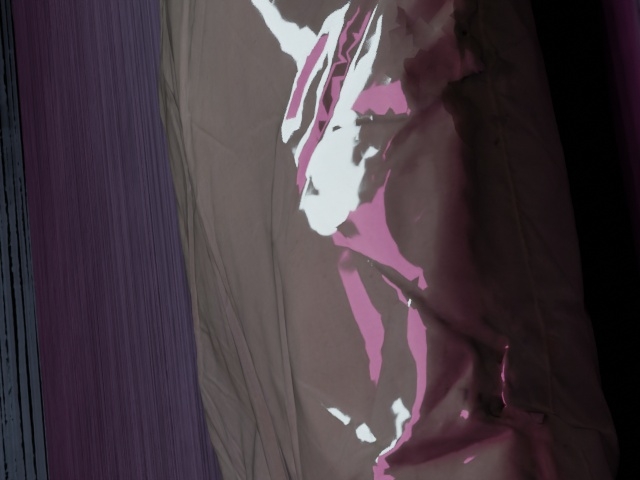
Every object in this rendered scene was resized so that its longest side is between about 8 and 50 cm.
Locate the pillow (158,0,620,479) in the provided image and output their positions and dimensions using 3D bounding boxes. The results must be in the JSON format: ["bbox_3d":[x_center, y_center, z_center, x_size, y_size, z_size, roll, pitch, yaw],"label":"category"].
[{"bbox_3d":[0.000,-0.002,0.512,0.281,0.076,0.274,123,140,-70],"label":"pillow"}]
